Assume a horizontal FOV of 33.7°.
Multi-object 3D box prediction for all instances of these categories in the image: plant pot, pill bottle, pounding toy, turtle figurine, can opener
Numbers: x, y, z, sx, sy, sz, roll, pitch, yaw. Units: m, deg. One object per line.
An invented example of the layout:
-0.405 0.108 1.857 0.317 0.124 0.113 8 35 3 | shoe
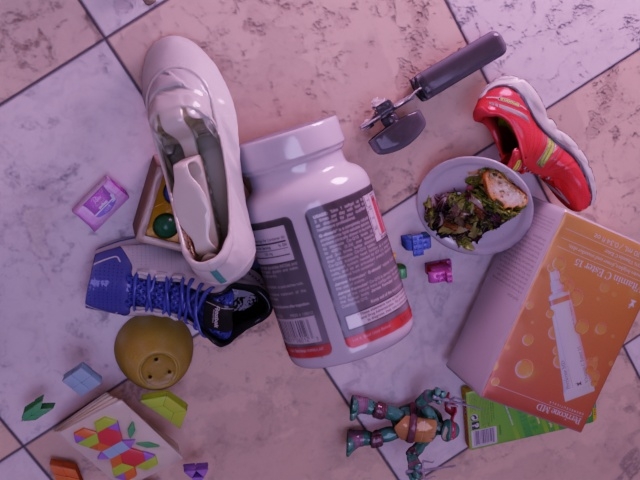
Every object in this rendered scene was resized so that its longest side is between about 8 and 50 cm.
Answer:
-0.273 0.197 1.761 0.134 0.095 0.134 -4 109 -13 | plant pot
0.000 0.000 1.668 0.210 0.210 0.362 -18 98 -8 | pill bottle
-0.183 -0.083 1.693 0.181 0.094 0.206 14 104 -18 | pounding toy
0.167 0.342 1.908 0.234 0.118 0.175 5 92 0 | turtle figurine
0.186 -0.245 1.743 0.280 0.074 0.093 -35 96 -3 | can opener

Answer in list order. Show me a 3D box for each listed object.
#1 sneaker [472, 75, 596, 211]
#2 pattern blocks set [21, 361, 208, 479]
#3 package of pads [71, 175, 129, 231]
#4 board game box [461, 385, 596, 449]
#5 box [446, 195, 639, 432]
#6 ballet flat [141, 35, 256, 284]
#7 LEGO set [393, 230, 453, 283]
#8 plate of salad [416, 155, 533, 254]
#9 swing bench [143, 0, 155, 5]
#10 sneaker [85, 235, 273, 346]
0.353 -0.144 1.790 0.279 0.107 0.118 48 67 -12 | sneaker
-0.338 0.341 1.776 0.325 0.026 0.285 35 117 -23 | pattern blocks set
-0.352 -0.059 1.692 0.083 0.032 0.050 -45 113 3 | package of pads
0.396 0.310 1.997 0.260 0.039 0.124 -9 109 -8 | board game box
0.405 0.124 1.851 0.215 0.168 0.345 21 97 -17 | box
-0.188 -0.131 1.568 0.139 0.139 0.400 -13 82 -10 | ballet flat
0.127 0.042 1.811 0.227 0.093 0.087 -10 109 -11 | LEGO set
0.260 -0.052 1.797 0.200 0.048 0.199 8 127 11 | plate of salad
-0.295 -0.475 1.452 0.255 0.253 0.165 36 96 -21 | swing bench
-0.211 0.081 1.693 0.316 0.182 0.127 5 105 -16 | sneaker
